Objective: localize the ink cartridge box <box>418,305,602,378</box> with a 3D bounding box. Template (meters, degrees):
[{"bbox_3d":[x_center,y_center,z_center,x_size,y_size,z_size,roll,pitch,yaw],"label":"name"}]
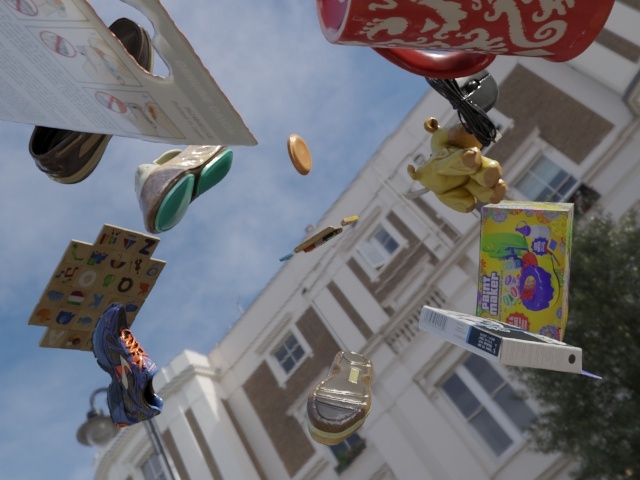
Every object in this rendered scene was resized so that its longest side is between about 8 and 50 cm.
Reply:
[{"bbox_3d":[0.296,0.157,1.055,0.208,0.206,0.045,14,-89,-26],"label":"ink cartridge box"}]

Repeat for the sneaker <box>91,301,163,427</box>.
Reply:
[{"bbox_3d":[-0.316,0.206,1.130,0.087,0.083,0.221,-7,-73,10],"label":"sneaker"}]

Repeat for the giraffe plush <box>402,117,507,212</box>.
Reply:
[{"bbox_3d":[0.284,-0.173,1.412,0.181,0.210,0.170,53,-136,-44],"label":"giraffe plush"}]

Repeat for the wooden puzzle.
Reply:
[{"bbox_3d":[0.000,0.000,0.977,0.116,0.014,0.078,-33,-8,18],"label":"wooden puzzle"}]

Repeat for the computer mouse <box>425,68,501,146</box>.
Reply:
[{"bbox_3d":[0.313,-0.302,1.360,0.072,0.188,0.272,-40,4,28],"label":"computer mouse"}]

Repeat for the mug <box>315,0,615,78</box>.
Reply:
[{"bbox_3d":[0.086,-0.160,0.448,0.170,0.113,0.150,-4,-50,-16],"label":"mug"}]

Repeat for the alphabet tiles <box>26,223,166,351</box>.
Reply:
[{"bbox_3d":[-0.532,0.122,1.626,0.285,0.011,0.342,19,-75,-54],"label":"alphabet tiles"}]

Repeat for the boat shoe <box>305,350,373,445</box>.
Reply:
[{"bbox_3d":[0.023,0.194,0.772,0.190,0.068,0.072,-34,-38,-71],"label":"boat shoe"}]

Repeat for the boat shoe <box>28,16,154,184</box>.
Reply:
[{"bbox_3d":[-0.436,-0.277,1.290,0.130,0.133,0.355,61,-128,-78],"label":"boat shoe"}]

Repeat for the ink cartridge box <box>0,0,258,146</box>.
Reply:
[{"bbox_3d":[-0.258,-0.209,0.541,0.308,0.385,0.091,55,-131,-56],"label":"ink cartridge box"}]

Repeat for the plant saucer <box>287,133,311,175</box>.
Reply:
[{"bbox_3d":[-0.038,-0.168,1.307,0.013,0.083,0.083,-16,-34,24],"label":"plant saucer"}]

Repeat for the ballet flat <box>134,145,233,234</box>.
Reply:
[{"bbox_3d":[-0.258,-0.102,1.168,0.316,0.106,0.107,-57,-14,-63],"label":"ballet flat"}]

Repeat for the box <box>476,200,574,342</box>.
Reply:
[{"bbox_3d":[0.459,0.063,1.495,0.279,0.177,0.289,-16,-72,-66],"label":"box"}]
